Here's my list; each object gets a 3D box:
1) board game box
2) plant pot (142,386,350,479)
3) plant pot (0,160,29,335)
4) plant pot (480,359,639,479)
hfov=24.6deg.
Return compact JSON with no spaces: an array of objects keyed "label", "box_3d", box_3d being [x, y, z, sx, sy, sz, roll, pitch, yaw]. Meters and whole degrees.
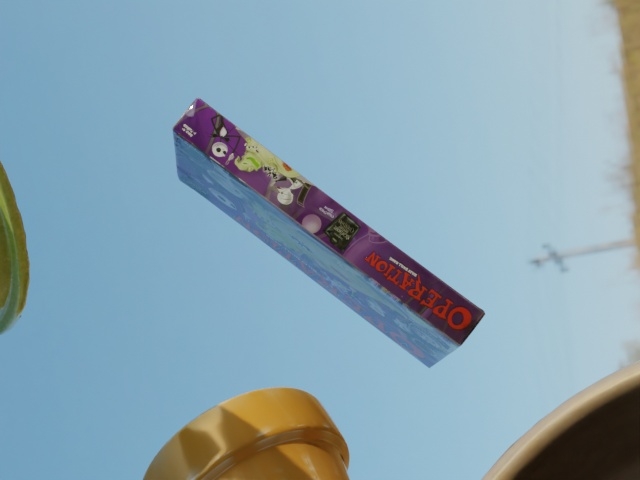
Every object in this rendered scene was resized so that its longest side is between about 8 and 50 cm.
[{"label":"board game box","box_3d":[0.000,0.000,1.488,0.056,0.347,0.208,-53,-4,-7]},{"label":"plant pot","box_3d":[-0.040,0.275,1.376,0.188,0.205,0.205,54,-179,37]},{"label":"plant pot","box_3d":[-0.416,0.008,1.157,0.254,0.276,0.276,-31,-67,-38]},{"label":"plant pot","box_3d":[0.195,0.203,0.586,0.229,0.263,0.263,58,-152,-37]}]
